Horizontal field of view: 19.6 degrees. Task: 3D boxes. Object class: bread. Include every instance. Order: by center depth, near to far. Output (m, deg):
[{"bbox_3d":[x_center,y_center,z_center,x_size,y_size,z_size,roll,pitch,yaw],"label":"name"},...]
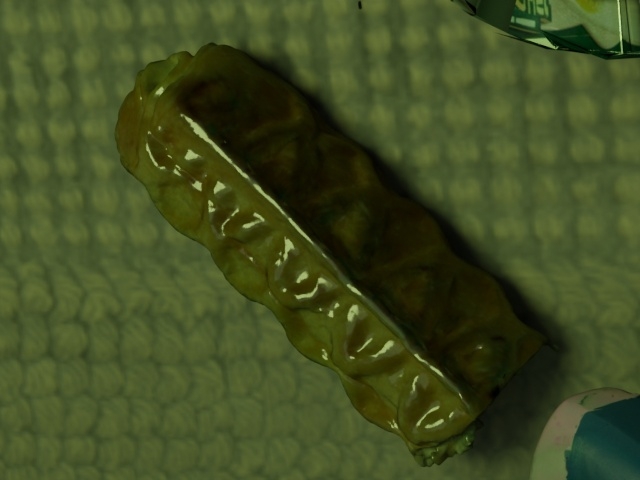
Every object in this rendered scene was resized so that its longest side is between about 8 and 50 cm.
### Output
[{"bbox_3d":[-0.001,0.001,0.994,0.269,0.087,0.098,44,117,6],"label":"bread"}]

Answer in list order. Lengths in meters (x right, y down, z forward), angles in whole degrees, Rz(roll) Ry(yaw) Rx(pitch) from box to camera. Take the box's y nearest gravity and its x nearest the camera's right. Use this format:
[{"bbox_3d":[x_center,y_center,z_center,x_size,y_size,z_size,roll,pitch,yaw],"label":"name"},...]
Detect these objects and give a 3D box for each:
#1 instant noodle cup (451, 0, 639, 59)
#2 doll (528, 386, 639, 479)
[{"bbox_3d":[0.141,-0.209,0.823,0.240,0.178,0.240,6,107,22],"label":"instant noodle cup"},{"bbox_3d":[0.225,0.229,0.876,0.284,0.240,0.310,-6,110,-5],"label":"doll"}]
